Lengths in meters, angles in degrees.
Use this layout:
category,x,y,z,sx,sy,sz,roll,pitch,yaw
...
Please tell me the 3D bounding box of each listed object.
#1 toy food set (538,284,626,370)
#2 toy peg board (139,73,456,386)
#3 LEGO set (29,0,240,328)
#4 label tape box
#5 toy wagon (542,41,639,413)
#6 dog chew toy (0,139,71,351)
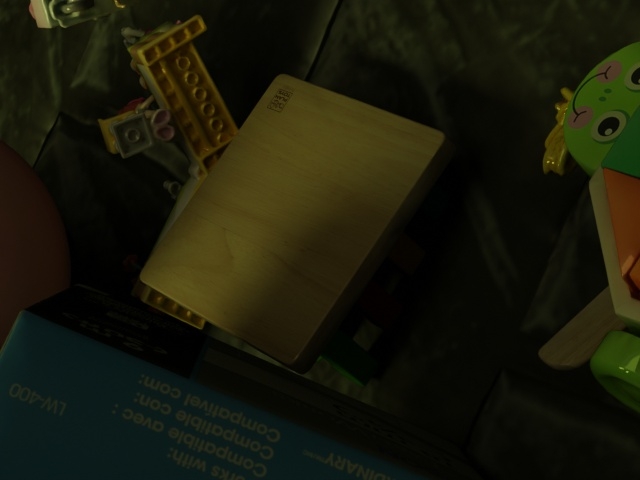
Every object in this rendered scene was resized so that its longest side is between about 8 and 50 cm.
category,x,y,z,sx,sy,sz,roll,pitch,yaw
toy food set,0.225,0.075,0.829,0.128,0.071,0.218,-47,44,-11
toy peg board,0.000,0.000,1.084,0.161,0.079,0.161,26,78,46
LEGO set,-0.116,-0.043,1.186,0.107,0.132,0.287,-157,59,-63
label tape box,-0.041,0.119,0.833,0.333,0.240,0.106,-137,70,-88
toy wagon,0.224,-0.033,0.801,0.344,0.068,0.267,22,72,46
dog chew toy,-0.268,0.027,1.199,0.332,0.206,0.207,137,148,-83
